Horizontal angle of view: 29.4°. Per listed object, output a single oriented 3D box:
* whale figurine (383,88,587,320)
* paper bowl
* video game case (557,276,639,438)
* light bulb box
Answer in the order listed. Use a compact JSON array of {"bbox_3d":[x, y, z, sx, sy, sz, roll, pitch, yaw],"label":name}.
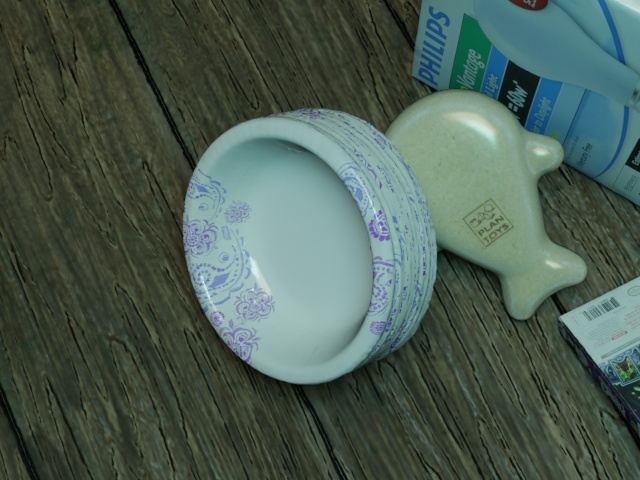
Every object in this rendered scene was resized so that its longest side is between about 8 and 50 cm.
[{"bbox_3d":[0.183,-0.045,1.378,0.216,0.141,0.272,-39,95,15],"label":"whale figurine"},{"bbox_3d":[0.000,0.000,1.305,0.148,0.284,0.284,-17,64,-48],"label":"paper bowl"},{"bbox_3d":[0.408,0.111,1.307,0.232,0.042,0.210,-26,47,-7],"label":"video game case"},{"bbox_3d":[0.310,-0.255,1.310,0.361,0.358,0.225,31,73,12],"label":"light bulb box"}]
